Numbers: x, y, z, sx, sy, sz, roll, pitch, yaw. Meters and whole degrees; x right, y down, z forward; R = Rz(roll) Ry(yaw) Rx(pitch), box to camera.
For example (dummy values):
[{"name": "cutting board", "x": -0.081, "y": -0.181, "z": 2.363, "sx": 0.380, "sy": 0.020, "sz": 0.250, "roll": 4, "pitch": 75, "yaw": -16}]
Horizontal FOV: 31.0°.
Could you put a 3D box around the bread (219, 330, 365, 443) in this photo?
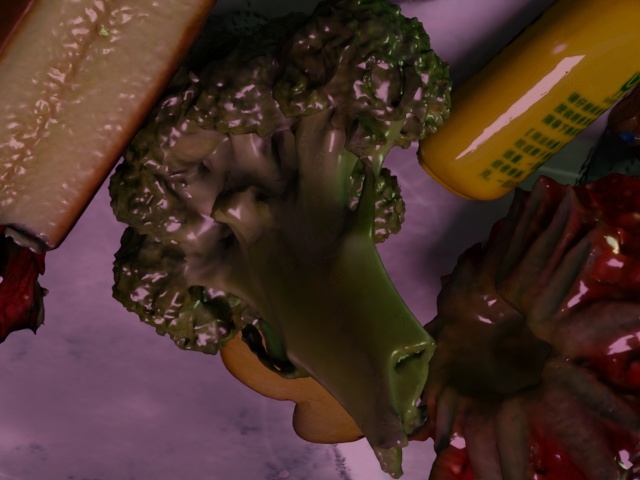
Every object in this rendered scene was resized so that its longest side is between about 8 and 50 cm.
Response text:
[{"name": "bread", "x": -0.007, "y": 0.102, "z": 0.981, "sx": 0.150, "sy": 0.065, "sz": 0.187, "roll": 3, "pitch": 138, "yaw": 8}]

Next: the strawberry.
[{"name": "strawberry", "x": 0.241, "y": 0.108, "z": 0.846, "sx": 0.343, "sy": 0.292, "sz": 0.292, "roll": 19, "pitch": 131, "yaw": -32}]

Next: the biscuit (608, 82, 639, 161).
[{"name": "biscuit", "x": 0.291, "y": -0.109, "z": 0.812, "sx": 0.175, "sy": 0.026, "sz": 0.124, "roll": -37, "pitch": 125, "yaw": 28}]

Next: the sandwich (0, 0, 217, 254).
[{"name": "sandwich", "x": -0.157, "y": -0.116, "z": 0.692, "sx": 0.122, "sy": 0.128, "sz": 0.235, "roll": 16, "pitch": 131, "yaw": -38}]

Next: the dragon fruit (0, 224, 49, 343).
[{"name": "dragon fruit", "x": -0.287, "y": 0.004, "z": 0.791, "sx": 0.189, "sy": 0.182, "sz": 0.182, "roll": -8, "pitch": 134, "yaw": 2}]

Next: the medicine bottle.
[{"name": "medicine bottle", "x": 0.192, "y": -0.139, "z": 0.739, "sx": 0.309, "sy": 0.076, "sz": 0.111, "roll": -41, "pitch": 164, "yaw": 26}]

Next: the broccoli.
[{"name": "broccoli", "x": 0.005, "y": -0.027, "z": 0.730, "sx": 0.186, "sy": 0.302, "sz": 0.254, "roll": 4, "pitch": 101, "yaw": -51}]
